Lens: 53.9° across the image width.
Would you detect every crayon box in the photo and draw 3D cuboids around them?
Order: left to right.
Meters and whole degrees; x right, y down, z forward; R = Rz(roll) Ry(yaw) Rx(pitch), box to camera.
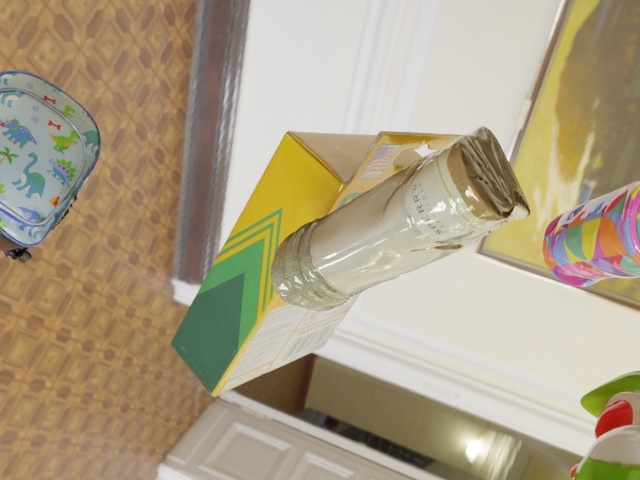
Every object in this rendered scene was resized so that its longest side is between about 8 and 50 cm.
[{"bbox_3d":[0.000,0.000,0.653,0.203,0.083,0.323,-11,141,-55],"label":"crayon box"}]

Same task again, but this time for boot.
[{"bbox_3d":[0.067,-0.014,0.481,0.165,0.077,0.213,-30,175,25],"label":"boot"}]

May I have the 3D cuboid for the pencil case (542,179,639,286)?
[{"bbox_3d":[0.322,-0.001,0.669,0.236,0.104,0.104,108,2,-86],"label":"pencil case"}]

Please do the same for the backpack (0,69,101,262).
[{"bbox_3d":[-0.215,-0.061,0.448,0.105,0.084,0.114,41,57,-29],"label":"backpack"}]

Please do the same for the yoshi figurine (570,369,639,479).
[{"bbox_3d":[0.339,0.185,0.516,0.362,0.203,0.203,-23,154,-47],"label":"yoshi figurine"}]
